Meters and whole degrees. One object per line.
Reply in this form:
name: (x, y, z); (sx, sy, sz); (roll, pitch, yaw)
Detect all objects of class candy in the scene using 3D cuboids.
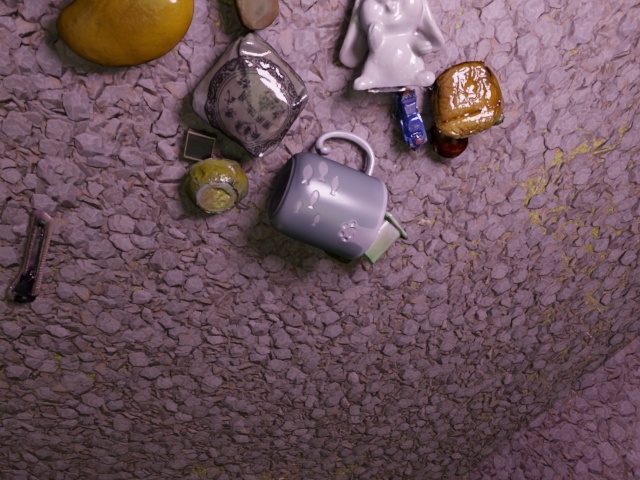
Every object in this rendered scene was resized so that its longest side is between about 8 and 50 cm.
candy: (-0.160, -0.616, 0.940); (0.102, 0.104, 0.234); (-13, 122, -8)

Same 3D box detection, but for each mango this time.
mango: (-0.435, -0.510, 0.943); (0.331, 0.142, 0.195); (-29, 117, 17)

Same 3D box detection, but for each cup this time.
cup: (0.023, -0.152, 1.184); (0.274, 0.259, 0.357); (19, 85, -19)

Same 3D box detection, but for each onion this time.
onion: (0.383, -0.299, 1.216); (0.118, 0.118, 0.117); (-36, 124, 12)

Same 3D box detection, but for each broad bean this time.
broad bean: (0.001, -0.001, 1.367); (0.297, 0.043, 0.060); (34, 121, -24)

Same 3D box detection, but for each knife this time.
knife: (-0.890, 0.062, 1.258); (0.089, 0.043, 0.365); (21, 114, -21)

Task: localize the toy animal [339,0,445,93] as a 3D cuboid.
toy animal: (0.189, -0.508, 1.025); (0.249, 0.174, 0.289); (17, 118, -5)

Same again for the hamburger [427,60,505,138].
hamburger: (0.393, -0.387, 1.111); (0.183, 0.130, 0.206); (-15, 81, 10)

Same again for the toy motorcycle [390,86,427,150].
toy motorcycle: (0.255, -0.340, 1.164); (0.076, 0.114, 0.205); (-20, 122, 3)

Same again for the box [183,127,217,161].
box: (-0.338, -0.268, 1.155); (0.079, 0.035, 0.083); (12, 119, -16)

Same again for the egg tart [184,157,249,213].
egg tart: (-0.300, -0.145, 1.196); (0.197, 0.078, 0.197); (-10, 139, -9)

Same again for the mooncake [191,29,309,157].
mooncake: (-0.173, -0.369, 1.066); (0.254, 0.136, 0.250); (35, 113, -25)

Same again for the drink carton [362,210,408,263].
drink carton: (0.173, -0.012, 1.304); (0.142, 0.146, 0.144); (-47, 120, -4)
